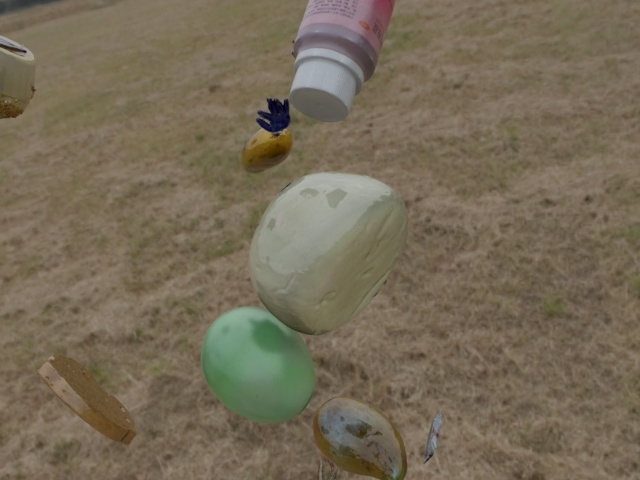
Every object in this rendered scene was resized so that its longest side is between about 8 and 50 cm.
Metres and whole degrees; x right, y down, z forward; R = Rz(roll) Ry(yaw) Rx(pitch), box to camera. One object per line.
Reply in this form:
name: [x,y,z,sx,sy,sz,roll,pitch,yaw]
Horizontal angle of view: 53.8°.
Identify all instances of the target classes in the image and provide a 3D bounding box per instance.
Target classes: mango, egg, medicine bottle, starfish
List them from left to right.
egg: [-0.133,0.268,1.358,0.220,0.270,0.220,-39,-6,-5]
mango: [-0.116,-0.185,1.324,0.101,0.066,0.187,-14,-12,-33]
starfish: [0.016,0.553,1.265,0.056,0.213,0.238,-10,31,4]
medicine bottle: [0.031,-0.325,1.034,0.147,0.147,0.247,5,70,32]
mango: [0.111,0.555,1.754,0.316,0.146,0.193,25,83,38]

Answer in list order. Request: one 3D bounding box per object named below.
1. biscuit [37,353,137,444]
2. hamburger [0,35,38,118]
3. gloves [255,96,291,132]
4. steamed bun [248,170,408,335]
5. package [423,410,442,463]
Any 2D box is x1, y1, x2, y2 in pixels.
biscuit: [-0.618,0.421,1.679,0.057,0.312,0.351,-46,14,-13]
hamburger: [-0.735,-0.352,1.304,0.275,0.179,0.294,24,9,4]
gloves: [-0.083,-0.219,1.109,0.064,0.086,0.026,-23,66,-9]
steamed bun: [0.000,0.000,1.235,0.233,0.312,0.334,35,70,27]
package: [0.209,0.361,1.167,0.015,0.037,0.110,28,37,1]
